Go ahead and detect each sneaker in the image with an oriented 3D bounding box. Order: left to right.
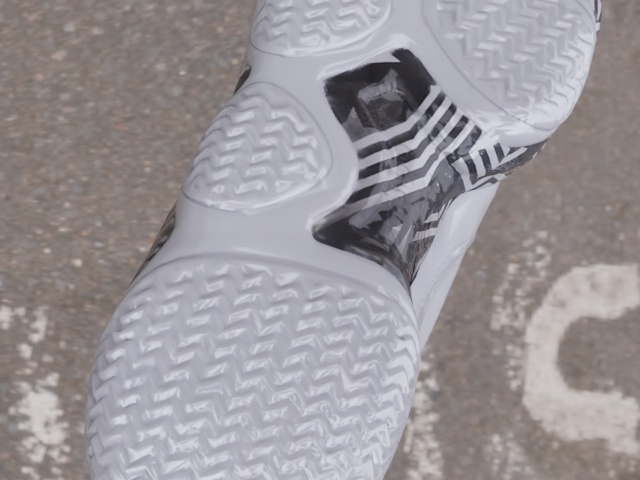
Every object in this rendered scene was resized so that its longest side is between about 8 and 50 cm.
[{"bbox_3d":[0.000,0.000,0.642,0.137,0.210,0.366,27,59,0],"label":"sneaker"}]
